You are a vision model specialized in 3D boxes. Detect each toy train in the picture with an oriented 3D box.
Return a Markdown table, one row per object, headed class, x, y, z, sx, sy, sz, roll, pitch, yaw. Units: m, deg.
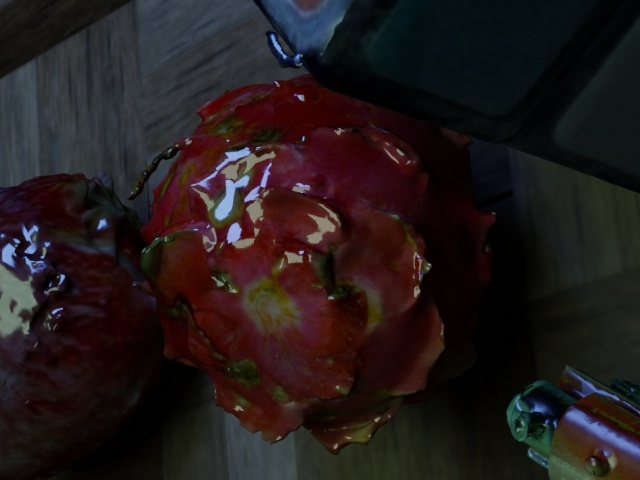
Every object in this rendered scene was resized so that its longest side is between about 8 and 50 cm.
| class | x | y | z | sx | sy | sz | roll | pitch | yaw |
| --- | --- | --- | --- | --- | --- | --- | --- | --- | --- |
| toy train | 0.167 | 0.115 | 0.770 | 0.176 | 0.118 | 0.074 | 30 | 100 | 43 |

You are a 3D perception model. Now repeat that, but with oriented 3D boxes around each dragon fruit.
| class | x | y | z | sx | sy | sz | roll | pitch | yaw |
| --- | --- | --- | --- | --- | --- | --- | --- | --- | --- |
| dragon fruit | 0.000 | 0.000 | 0.918 | 0.210 | 0.205 | 0.268 | -38 | 14 | 2 |

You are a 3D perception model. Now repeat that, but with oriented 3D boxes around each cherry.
| class | x | y | z | sx | sy | sz | roll | pitch | yaw |
| --- | --- | --- | --- | --- | --- | --- | --- | --- | --- |
| cherry | -0.198 | 0.073 | 1.113 | 0.192 | 0.175 | 0.250 | 37 | 110 | 31 |

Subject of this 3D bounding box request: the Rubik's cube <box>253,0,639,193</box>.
| class | x | y | z | sx | sy | sz | roll | pitch | yaw |
| --- | --- | --- | --- | --- | --- | --- | --- | --- | --- |
| Rubik's cube | 0.131 | -0.255 | 0.724 | 0.359 | 0.363 | 0.362 | -55 | 50 | 19 |
